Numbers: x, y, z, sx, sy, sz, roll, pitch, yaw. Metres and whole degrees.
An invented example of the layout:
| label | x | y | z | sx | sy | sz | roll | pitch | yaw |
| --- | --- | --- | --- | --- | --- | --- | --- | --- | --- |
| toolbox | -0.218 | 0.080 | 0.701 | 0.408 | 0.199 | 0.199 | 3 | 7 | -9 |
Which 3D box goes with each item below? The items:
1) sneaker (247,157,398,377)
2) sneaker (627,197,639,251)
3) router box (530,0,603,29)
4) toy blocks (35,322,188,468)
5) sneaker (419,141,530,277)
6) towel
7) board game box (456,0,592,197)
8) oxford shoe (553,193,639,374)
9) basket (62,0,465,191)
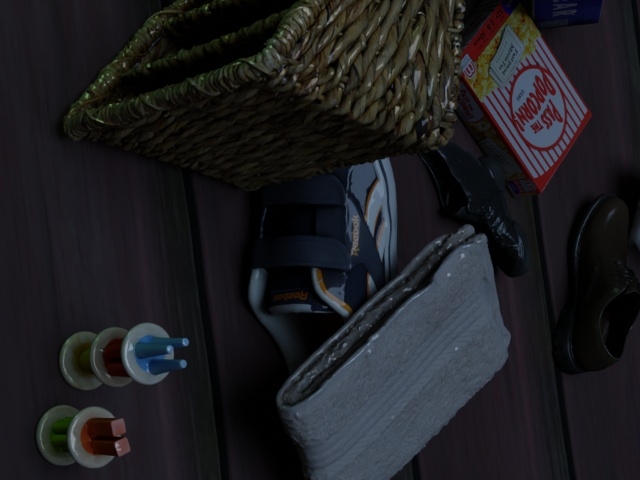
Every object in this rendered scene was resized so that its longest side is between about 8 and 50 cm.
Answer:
| label | x | y | z | sx | sy | sz | roll | pitch | yaw |
| --- | --- | --- | --- | --- | --- | --- | --- | --- | --- |
| sneaker | 0.000 | 0.000 | 1.380 | 0.127 | 0.126 | 0.321 | -16 | 96 | -47 |
| sneaker | 0.480 | 0.003 | 1.829 | 0.297 | 0.111 | 0.129 | 30 | 91 | -40 |
| router box | 0.259 | -0.415 | 1.564 | 0.335 | 0.082 | 0.301 | 27 | 59 | -80 |
| toy blocks | -0.170 | 0.130 | 1.198 | 0.054 | 0.148 | 0.123 | 28 | 66 | -35 |
| sneaker | 0.171 | -0.032 | 1.587 | 0.089 | 0.051 | 0.170 | -18 | 91 | -41 |
| towel | 0.080 | 0.129 | 1.370 | 0.282 | 0.049 | 0.187 | -42 | 135 | -26 |
| board game box | 0.222 | -0.170 | 1.651 | 0.193 | 0.045 | 0.147 | 52 | 55 | -23 |
| oxford shoe | 0.348 | 0.049 | 1.698 | 0.082 | 0.096 | 0.227 | 24 | 67 | -35 |
| basket | -0.050 | -0.183 | 1.246 | 0.223 | 0.299 | 0.214 | 17 | 73 | -39 |
